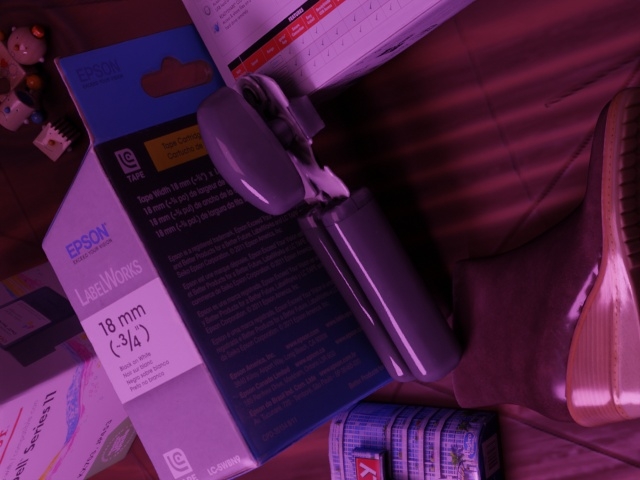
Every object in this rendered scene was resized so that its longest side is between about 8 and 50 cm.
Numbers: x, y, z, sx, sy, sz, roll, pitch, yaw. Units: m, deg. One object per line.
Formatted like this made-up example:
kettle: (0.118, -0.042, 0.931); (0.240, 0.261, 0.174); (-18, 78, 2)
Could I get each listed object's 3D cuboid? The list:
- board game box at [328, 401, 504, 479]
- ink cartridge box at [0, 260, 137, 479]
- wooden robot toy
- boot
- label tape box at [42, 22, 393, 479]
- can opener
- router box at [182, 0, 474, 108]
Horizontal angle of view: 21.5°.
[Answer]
board game box: (0.062, 0.239, 1.429); (0.194, 0.060, 0.194); (0, 105, 32)
ink cartridge box: (-0.279, 0.146, 1.439); (0.119, 0.353, 0.207); (39, 122, 17)
wooden robot toy: (-0.275, -0.158, 1.521); (0.079, 0.076, 0.173); (-45, 79, 23)
boot: (0.173, 0.014, 1.269); (0.207, 0.090, 0.248); (0, 91, 49)
label tape box: (-0.088, 0.004, 1.343); (0.106, 0.241, 0.333); (-29, 87, 37)
can opener: (0.000, 0.000, 1.298); (0.283, 0.095, 0.076); (59, 154, -11)
router box: (-0.009, -0.278, 1.243); (0.335, 0.082, 0.301); (-29, 88, 53)
